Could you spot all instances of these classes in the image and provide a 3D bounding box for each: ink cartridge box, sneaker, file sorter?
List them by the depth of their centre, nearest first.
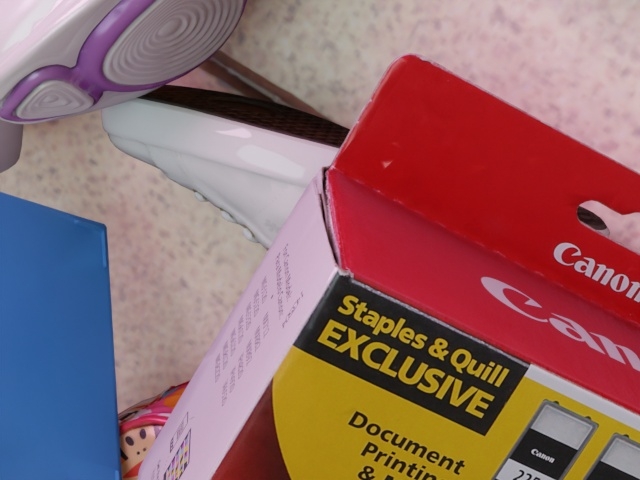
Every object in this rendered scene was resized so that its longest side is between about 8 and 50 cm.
[{"bbox_3d":[0.104,0.104,0.629,0.309,0.130,0.271,25,110,-14],"label":"ink cartridge box"},{"bbox_3d":[-0.082,-0.190,0.678,0.152,0.114,0.305,39,81,16],"label":"sneaker"},{"bbox_3d":[-0.188,0.072,0.709,0.104,0.118,0.170,-18,68,30],"label":"file sorter"},{"bbox_3d":[0.000,0.000,0.718,0.290,0.106,0.123,21,106,14],"label":"sneaker"}]

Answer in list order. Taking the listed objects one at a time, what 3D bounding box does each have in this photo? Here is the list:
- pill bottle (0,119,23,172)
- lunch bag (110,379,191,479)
[{"bbox_3d":[-0.244,-0.239,0.691,0.224,0.224,0.392,11,105,18],"label":"pill bottle"},{"bbox_3d":[-0.108,0.246,0.806,0.293,0.120,0.258,-29,91,23],"label":"lunch bag"}]
